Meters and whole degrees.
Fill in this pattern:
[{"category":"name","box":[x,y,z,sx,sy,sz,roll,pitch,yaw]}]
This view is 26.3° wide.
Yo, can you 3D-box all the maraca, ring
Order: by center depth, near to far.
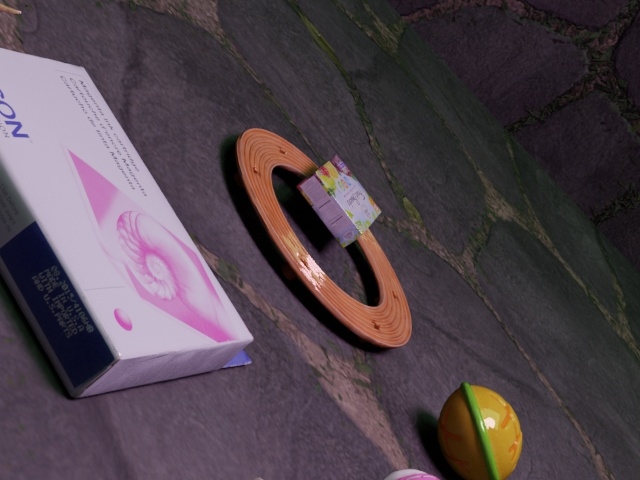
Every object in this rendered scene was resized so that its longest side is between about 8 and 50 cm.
[{"category":"maraca","box":[0.195,0.245,1.660,0.185,0.099,0.127,71,5,-54]},{"category":"ring","box":[0.000,0.000,1.730,0.336,0.032,0.336,47,19,-22]}]

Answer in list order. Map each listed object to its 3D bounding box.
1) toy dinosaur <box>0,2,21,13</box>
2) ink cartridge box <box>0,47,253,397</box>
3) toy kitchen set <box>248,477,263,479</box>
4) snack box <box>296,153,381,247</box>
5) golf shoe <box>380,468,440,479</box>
[{"category":"toy dinosaur","box":[-0.364,-0.223,1.221,0.112,0.064,0.211,68,24,-15]},{"category":"ink cartridge box","box":[-0.194,-0.024,1.237,0.324,0.071,0.330,57,20,12]},{"category":"toy kitchen set","box":[-0.093,0.235,0.985,0.207,0.122,0.166,63,3,-54]},{"category":"snack box","box":[0.025,-0.053,1.778,0.100,0.037,0.141,53,18,-4]},{"category":"golf shoe","box":[0.042,0.270,1.058,0.140,0.115,0.306,-126,-152,-44]}]
